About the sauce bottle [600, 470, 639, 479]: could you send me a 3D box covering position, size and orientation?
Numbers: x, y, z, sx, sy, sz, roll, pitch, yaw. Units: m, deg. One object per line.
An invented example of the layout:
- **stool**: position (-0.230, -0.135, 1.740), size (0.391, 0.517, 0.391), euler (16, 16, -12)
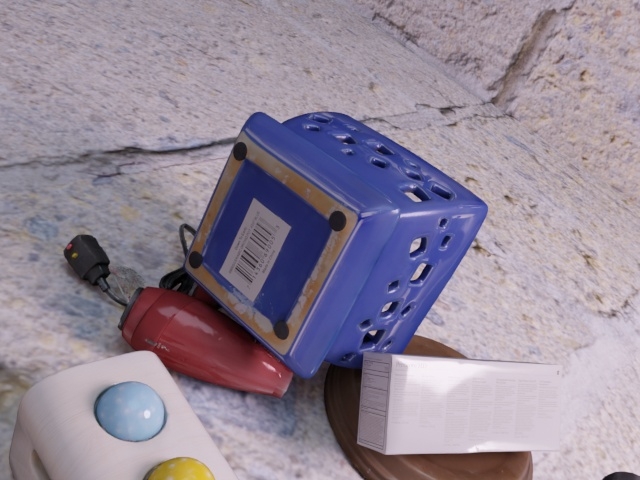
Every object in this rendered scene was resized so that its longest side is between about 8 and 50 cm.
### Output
- **sauce bottle**: position (0.273, 0.346, 0.664), size (0.111, 0.111, 0.344), euler (35, 32, 13)

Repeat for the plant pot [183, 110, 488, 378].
- **plant pot**: position (0.000, 0.000, 0.762), size (0.236, 0.236, 0.212), euler (38, 22, 27)

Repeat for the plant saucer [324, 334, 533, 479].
- **plant saucer**: position (0.137, 0.209, 0.833), size (0.278, 0.041, 0.278), euler (19, 33, -13)

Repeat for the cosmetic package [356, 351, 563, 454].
- **cosmetic package**: position (0.156, 0.176, 0.757), size (0.239, 0.098, 0.060), euler (9, -6, -28)

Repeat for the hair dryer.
- **hair dryer**: position (-0.133, 0.067, 0.798), size (0.224, 0.080, 0.293), euler (-9, 47, -45)

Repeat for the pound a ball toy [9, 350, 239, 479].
- **pound a ball toy**: position (-0.133, 0.237, 0.493), size (0.208, 0.135, 0.319), euler (-8, 45, -44)
